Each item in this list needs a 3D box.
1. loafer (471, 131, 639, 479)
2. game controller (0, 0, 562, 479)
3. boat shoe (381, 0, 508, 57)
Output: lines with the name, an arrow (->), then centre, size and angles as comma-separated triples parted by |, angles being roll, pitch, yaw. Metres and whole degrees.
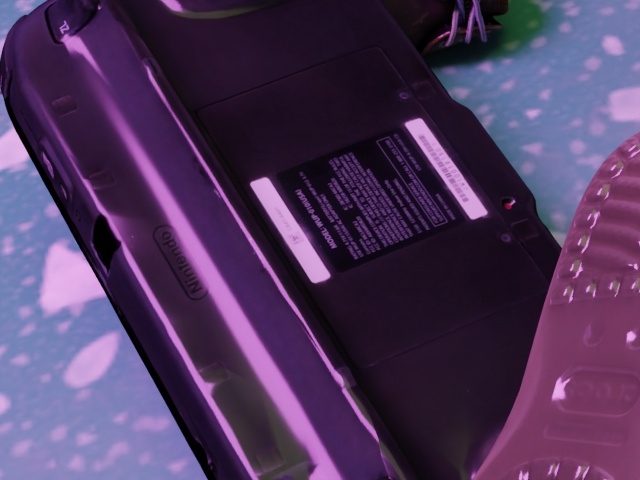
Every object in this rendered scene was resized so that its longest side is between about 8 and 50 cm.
loafer -> 0.103, 0.092, 0.623 | 0.102, 0.092, 0.268 | 9, 70, 54
game controller -> 0.000, 0.000, 0.759 | 0.166, 0.067, 0.319 | -16, 56, -25
boat shoe -> 0.054, -0.124, 0.902 | 0.066, 0.066, 0.183 | 19, 52, 27
